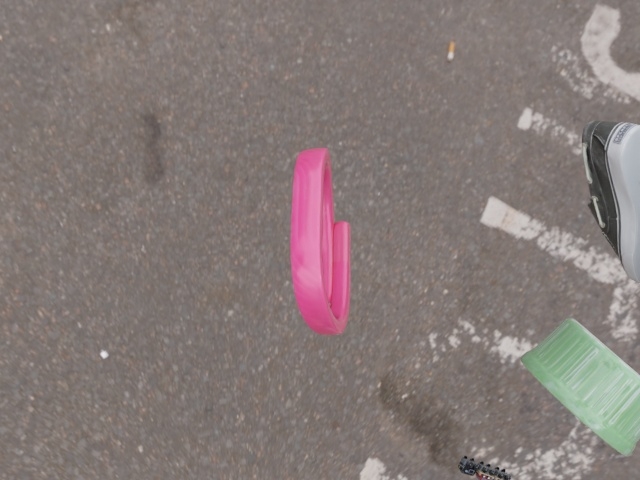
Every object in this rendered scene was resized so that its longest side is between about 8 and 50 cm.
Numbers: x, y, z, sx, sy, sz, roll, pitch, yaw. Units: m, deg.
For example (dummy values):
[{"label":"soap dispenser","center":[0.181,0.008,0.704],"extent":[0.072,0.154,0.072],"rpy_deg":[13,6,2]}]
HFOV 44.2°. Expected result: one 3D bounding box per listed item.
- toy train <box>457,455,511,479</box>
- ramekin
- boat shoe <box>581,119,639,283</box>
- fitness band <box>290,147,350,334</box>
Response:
[{"label":"toy train","center":[0.330,0.466,1.581],"extent":[0.036,0.158,0.027],"rpy_deg":[-58,36,7]},{"label":"ramekin","center":[0.604,0.310,1.732],"extent":[0.303,0.303,0.148],"rpy_deg":[43,98,14]},{"label":"boat shoe","center":[0.356,-0.046,0.925],"extent":[0.077,0.219,0.070],"rpy_deg":[-36,34,-21]},{"label":"fitness band","center":[0.000,0.000,1.192],"extent":[0.054,0.209,0.291],"rpy_deg":[-6,62,12]}]
